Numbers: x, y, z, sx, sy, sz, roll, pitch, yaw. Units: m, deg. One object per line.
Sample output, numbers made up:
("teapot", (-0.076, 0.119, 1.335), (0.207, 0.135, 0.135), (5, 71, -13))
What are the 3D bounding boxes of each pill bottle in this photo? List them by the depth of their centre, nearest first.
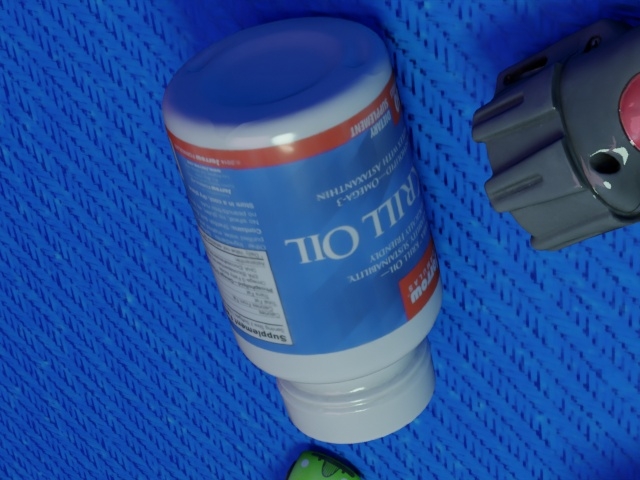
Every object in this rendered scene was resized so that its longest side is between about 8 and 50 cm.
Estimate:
("pill bottle", (0.000, 0.000, 0.861), (0.124, 0.124, 0.221), (8, 131, 32))

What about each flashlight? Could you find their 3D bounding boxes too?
("flashlight", (0.198, -0.070, 0.666), (0.103, 0.103, 0.304), (49, 137, -14))

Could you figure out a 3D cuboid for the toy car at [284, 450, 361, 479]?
("toy car", (-0.013, 0.241, 1.135), (0.239, 0.053, 0.225), (25, 137, 18))
